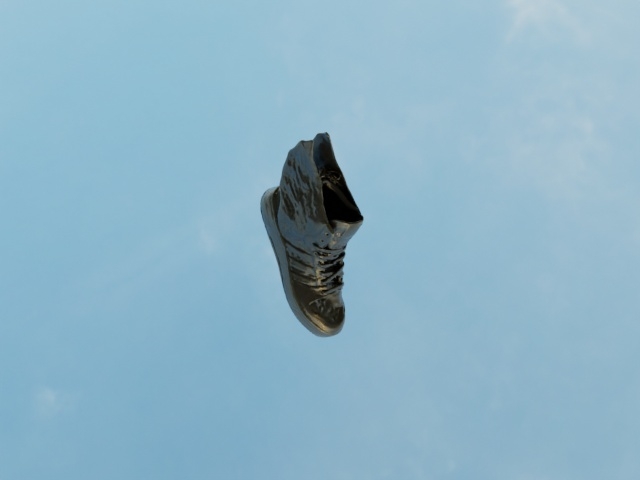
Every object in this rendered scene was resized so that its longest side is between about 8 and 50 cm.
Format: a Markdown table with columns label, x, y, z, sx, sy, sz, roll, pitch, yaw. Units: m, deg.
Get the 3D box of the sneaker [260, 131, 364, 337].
| label | x | y | z | sx | sy | sz | roll | pitch | yaw |
| --- | --- | --- | --- | --- | --- | --- | --- | --- | --- |
| sneaker | 0.002 | -0.001 | 0.853 | 0.051 | 0.089 | 0.170 | -27 | -82 | -45 |
